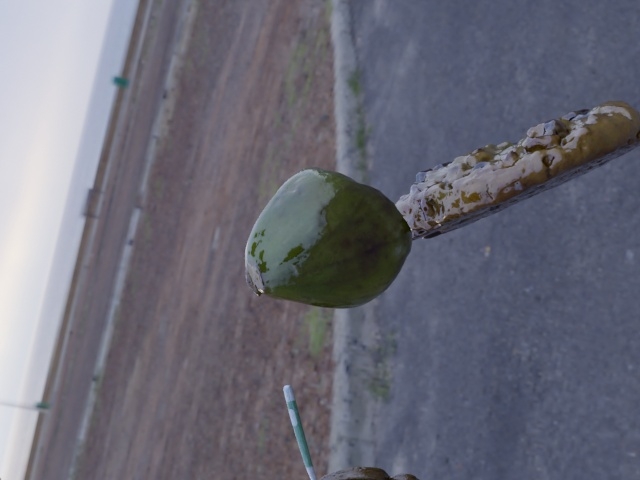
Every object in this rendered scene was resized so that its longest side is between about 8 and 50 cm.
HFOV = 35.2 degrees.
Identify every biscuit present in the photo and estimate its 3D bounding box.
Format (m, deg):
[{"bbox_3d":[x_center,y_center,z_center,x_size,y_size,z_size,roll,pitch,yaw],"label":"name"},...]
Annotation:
[{"bbox_3d":[0.223,-0.083,1.181,0.334,0.289,0.081,-26,86,51],"label":"biscuit"},{"bbox_3d":[0.078,0.363,1.460,0.124,0.175,0.026,113,161,-48],"label":"biscuit"}]

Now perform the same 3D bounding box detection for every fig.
[{"bbox_3d":[0.000,0.000,1.008,0.154,0.165,0.144,63,149,20],"label":"fig"}]

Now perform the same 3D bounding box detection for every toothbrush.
[{"bbox_3d":[-0.025,0.379,1.774,0.018,0.024,0.257,-14,91,38],"label":"toothbrush"}]

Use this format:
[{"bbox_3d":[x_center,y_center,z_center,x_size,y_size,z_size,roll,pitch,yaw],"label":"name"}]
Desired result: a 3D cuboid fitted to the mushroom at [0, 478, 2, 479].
[{"bbox_3d":[-0.593,0.411,1.579,0.206,0.206,0.209,-97,15,-52],"label":"mushroom"}]
